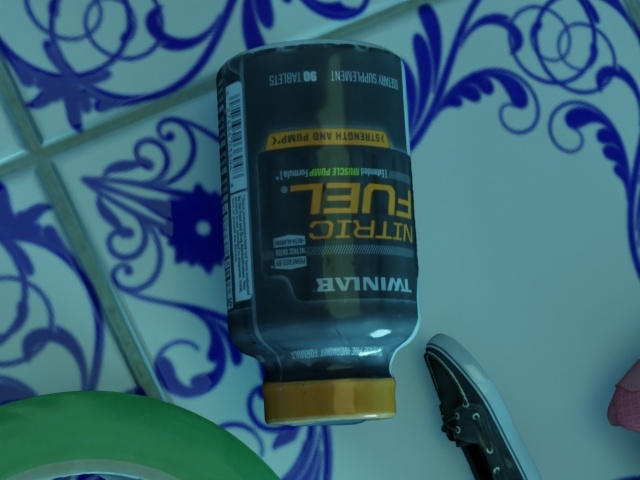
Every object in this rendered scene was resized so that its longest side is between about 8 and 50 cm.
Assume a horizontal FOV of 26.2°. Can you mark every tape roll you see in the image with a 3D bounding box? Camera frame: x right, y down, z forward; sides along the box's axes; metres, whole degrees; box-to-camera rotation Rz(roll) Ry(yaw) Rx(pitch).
[{"bbox_3d":[-0.148,0.254,0.841,0.321,0.077,0.321,4,78,-21],"label":"tape roll"}]

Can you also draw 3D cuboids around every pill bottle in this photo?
[{"bbox_3d":[0.000,0.000,0.915,0.130,0.130,0.245,0,81,-22],"label":"pill bottle"}]

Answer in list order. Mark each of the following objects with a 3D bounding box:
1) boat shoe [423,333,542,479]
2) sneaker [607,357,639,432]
[{"bbox_3d":[0.110,0.134,0.979,0.040,0.049,0.142,-33,95,-23],"label":"boat shoe"},{"bbox_3d":[0.330,0.202,1.038,0.136,0.116,0.314,-36,93,-6],"label":"sneaker"}]
